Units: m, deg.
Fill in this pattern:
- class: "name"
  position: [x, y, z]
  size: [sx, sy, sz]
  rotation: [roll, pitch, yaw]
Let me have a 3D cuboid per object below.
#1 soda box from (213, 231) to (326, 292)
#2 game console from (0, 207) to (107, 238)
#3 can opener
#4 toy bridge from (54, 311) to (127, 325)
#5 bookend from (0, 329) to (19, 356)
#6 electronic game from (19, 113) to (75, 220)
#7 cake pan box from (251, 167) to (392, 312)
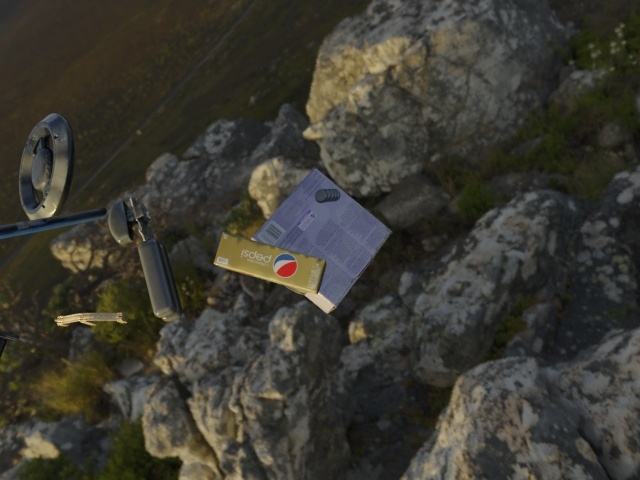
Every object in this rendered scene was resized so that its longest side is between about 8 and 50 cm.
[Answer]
- class: "soda box"
  position: [-0.083, 0.040, 1.077]
  size: [0.181, 0.061, 0.058]
  rotation: [16, 83, 4]
- class: "game console"
  position: [-0.430, -0.056, 0.668]
  size: [0.292, 0.250, 0.173]
  rotation: [-7, 38, 30]
- class: "can opener"
  position: [-0.368, 0.039, 1.319]
  size: [0.095, 0.076, 0.284]
  rotation: [-21, 69, 2]
- class: "toy bridge"
  position: [-0.600, 0.202, 1.639]
  size: [0.188, 0.063, 0.026]
  rotation: [-4, 74, 9]
- class: "bookend"
  position: [-0.622, 0.212, 1.071]
  size: [0.072, 0.156, 0.157]
  rotation: [-6, 64, 58]
- class: "electronic game"
  position: [-0.552, -0.143, 1.282]
  size: [0.229, 0.048, 0.230]
  rotation: [-8, 79, 45]
- class: "cake pan box"
  position: [0.000, 0.000, 1.469]
  size: [0.267, 0.245, 0.070]
  rotation: [-52, -2, -28]
